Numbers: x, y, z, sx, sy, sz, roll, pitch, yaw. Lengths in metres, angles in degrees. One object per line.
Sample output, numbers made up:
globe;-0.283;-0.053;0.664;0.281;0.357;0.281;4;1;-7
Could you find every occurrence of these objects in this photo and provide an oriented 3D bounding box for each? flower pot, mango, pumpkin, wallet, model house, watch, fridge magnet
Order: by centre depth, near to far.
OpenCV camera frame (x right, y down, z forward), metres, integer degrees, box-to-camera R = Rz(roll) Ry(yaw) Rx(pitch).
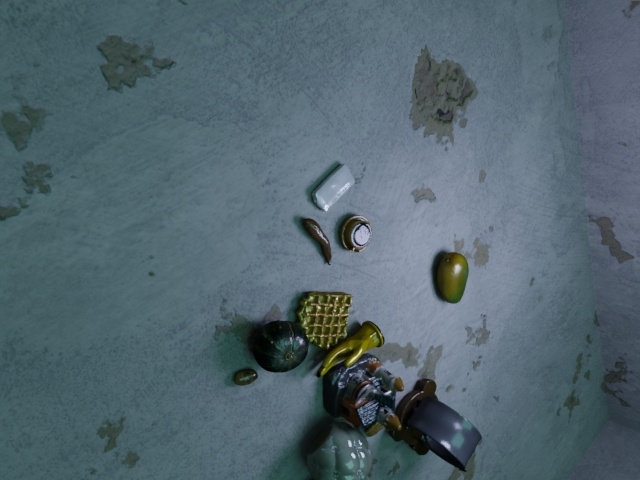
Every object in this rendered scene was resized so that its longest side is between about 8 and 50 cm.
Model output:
pumpkin;-0.131;0.352;1.501;0.190;0.146;0.190;-4;108;-12
wallet;0.046;-0.187;1.610;0.190;0.033;0.095;-44;118;-22
flower pot;0.069;0.800;1.666;0.195;0.246;0.246;44;69;2
fridge magnet;0.138;-0.024;1.684;0.143;0.063;0.143;-7;103;-31
model house;0.199;0.589;1.695;0.272;0.301;0.190;-9;110;-35
watch;0.520;0.819;1.934;0.314;0.327;0.335;-48;122;-20
mango;0.588;0.171;2.015;0.156;0.114;0.250;-23;123;-42

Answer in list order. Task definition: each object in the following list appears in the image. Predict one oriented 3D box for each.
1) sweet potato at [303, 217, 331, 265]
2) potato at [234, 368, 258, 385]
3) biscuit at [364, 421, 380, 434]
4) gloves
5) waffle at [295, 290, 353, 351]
sweet potato;0.000;0.000;1.601;0.050;0.050;0.214;-45;123;-21
potato;-0.247;0.457;1.501;0.083;0.040;0.051;-6;96;-36
biscuit;0.234;0.749;1.821;0.118;0.029;0.247;-34;152;-6
gloves;0.097;0.426;1.691;0.294;0.116;0.133;-29;147;-30
waffle;0.006;0.297;1.646;0.229;0.057;0.219;5;95;-35
